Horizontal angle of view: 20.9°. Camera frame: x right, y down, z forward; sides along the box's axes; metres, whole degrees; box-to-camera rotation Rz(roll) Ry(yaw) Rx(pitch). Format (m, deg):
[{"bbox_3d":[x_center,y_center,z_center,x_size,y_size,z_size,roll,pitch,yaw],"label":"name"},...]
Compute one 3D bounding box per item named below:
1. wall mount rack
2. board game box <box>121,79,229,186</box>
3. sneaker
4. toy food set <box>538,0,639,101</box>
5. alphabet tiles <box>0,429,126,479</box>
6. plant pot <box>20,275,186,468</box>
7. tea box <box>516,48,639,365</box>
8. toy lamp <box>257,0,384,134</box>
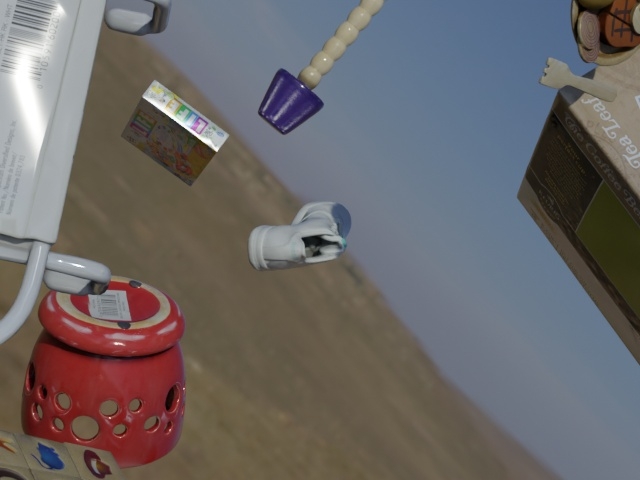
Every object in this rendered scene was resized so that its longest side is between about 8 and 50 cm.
[{"bbox_3d":[-0.271,-0.097,1.185,0.304,0.350,0.130,13,-11,-8],"label":"wall mount rack"},{"bbox_3d":[-0.168,-0.120,1.983,0.103,0.026,0.154,36,-20,-4],"label":"board game box"},{"bbox_3d":[0.000,0.000,2.198,0.212,0.094,0.080,-25,111,-57],"label":"sneaker"},{"bbox_3d":[0.289,-0.228,1.679,0.132,0.192,0.038,11,9,-42],"label":"toy food set"},{"bbox_3d":[-0.235,0.259,1.548,0.343,0.011,0.285,18,21,-38],"label":"alphabet tiles"},{"bbox_3d":[-0.244,0.145,2.013,0.191,0.174,0.191,10,24,-4],"label":"plant pot"},{"bbox_3d":[0.418,-0.032,1.954,0.329,0.220,0.323,55,-12,14],"label":"tea box"},{"bbox_3d":[0.023,-0.255,2.265,0.080,0.274,0.080,42,-1,1],"label":"toy lamp"}]
